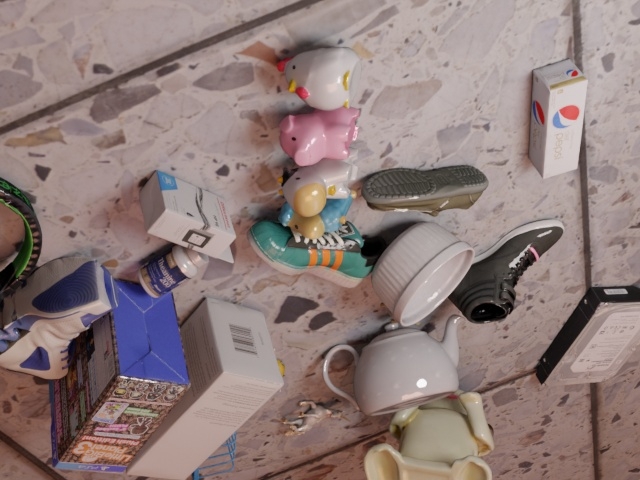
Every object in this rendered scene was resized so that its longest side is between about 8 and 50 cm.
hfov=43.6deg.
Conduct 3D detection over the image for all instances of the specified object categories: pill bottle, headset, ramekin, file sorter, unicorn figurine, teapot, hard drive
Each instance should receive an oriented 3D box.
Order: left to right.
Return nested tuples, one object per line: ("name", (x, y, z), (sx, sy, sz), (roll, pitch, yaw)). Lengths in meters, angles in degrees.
("headset", (-0.616, 0.067, 1.249), (0.394, 0.185, 0.243), (-40, 136, 4))
("pill bottle", (-0.267, 0.049, 1.457), (0.120, 0.067, 0.067), (-30, 138, 10))
("file sorter", (-0.256, 0.455, 1.854), (0.104, 0.118, 0.170), (-9, 137, -18))
("unicorn figurine", (-0.019, 0.439, 1.982), (0.111, 0.060, 0.162), (20, 140, -37))
("teapot", (0.174, 0.278, 1.792), (0.255, 0.187, 0.252), (-3, 158, -36))
("ramekin", (0.195, 0.058, 1.576), (0.207, 0.109, 0.207), (-36, 155, -20))
("hard drive", (0.729, 0.252, 2.075), (0.236, 0.064, 0.339), (0, 135, -22))

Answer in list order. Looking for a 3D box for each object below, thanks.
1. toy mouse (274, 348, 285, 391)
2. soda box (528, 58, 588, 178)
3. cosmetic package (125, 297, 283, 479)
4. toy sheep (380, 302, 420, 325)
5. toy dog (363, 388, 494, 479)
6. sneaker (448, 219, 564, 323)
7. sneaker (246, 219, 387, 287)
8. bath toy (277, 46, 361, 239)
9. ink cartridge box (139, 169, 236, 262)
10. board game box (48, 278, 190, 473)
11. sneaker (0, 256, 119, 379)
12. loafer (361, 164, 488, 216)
("toy mouse", (-0.144, 0.323, 1.821), (0.143, 0.031, 0.161), (-21, 138, 1))
("soda box", (0.429, -0.218, 1.456), (0.073, 0.069, 0.216), (-18, 138, -4))
("cosmetic package", (-0.259, 0.311, 1.642), (0.155, 0.197, 0.365), (19, 126, -37))
("toy sheep", (0.184, 0.141, 1.724), (0.091, 0.091, 0.132), (-29, 132, 9))
("toy dog", (0.310, 0.531, 1.972), (0.284, 0.408, 0.396), (-4, 111, 20))
("sneaker", (0.407, 0.076, 1.698), (0.295, 0.147, 0.104), (-31, 136, 9))
("sneaker", (0.000, 0.000, 1.492), (0.302, 0.108, 0.121), (16, 126, -44))
("bath toy", (-0.011, -0.161, 1.305), (0.128, 0.151, 0.348), (15, 137, 13))
("ink cartridge box", (-0.211, -0.038, 1.361), (0.180, 0.104, 0.060), (23, 122, -38))
("board game box", (-0.388, 0.258, 1.505), (0.141, 0.232, 0.291), (16, 127, -34))
("sneaker", (-0.484, 0.154, 1.453), (0.315, 0.128, 0.182), (-23, 142, 13))
("loafer", (0.194, -0.078, 1.488), (0.251, 0.094, 0.088), (-5, 132, -18))
